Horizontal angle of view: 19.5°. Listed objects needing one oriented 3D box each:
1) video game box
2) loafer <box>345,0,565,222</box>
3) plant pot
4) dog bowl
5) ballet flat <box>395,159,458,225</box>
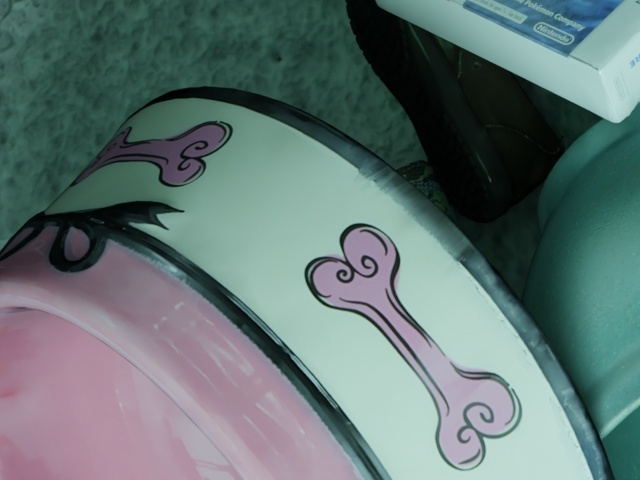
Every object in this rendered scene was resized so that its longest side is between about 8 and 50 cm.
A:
[{"bbox_3d":[0.153,-0.173,1.053,0.187,0.048,0.205,-42,45,-16],"label":"video game box"},{"bbox_3d":[0.082,-0.115,1.158,0.078,0.080,0.220,-19,75,-20],"label":"loafer"},{"bbox_3d":[0.228,0.034,1.007,0.293,0.293,0.196,-33,52,18],"label":"plant pot"},{"bbox_3d":[-0.038,0.133,0.980,0.408,0.150,0.408,33,141,32],"label":"dog bowl"},{"bbox_3d":[0.000,0.000,1.195,0.188,0.070,0.070,-20,83,18],"label":"ballet flat"}]
